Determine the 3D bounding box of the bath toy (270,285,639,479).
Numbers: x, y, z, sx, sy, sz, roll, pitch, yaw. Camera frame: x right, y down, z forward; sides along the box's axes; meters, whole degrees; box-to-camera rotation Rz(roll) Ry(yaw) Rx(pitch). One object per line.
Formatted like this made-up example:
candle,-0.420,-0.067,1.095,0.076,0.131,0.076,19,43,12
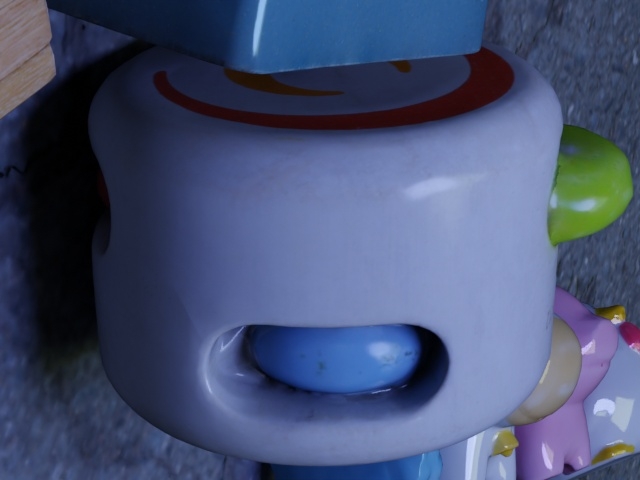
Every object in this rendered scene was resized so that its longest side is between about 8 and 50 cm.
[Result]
bath toy,0.102,0.078,1.017,0.348,0.151,0.129,3,63,-61

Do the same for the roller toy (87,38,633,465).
roller toy,0.000,0.000,0.737,0.191,0.209,0.146,-21,120,-41

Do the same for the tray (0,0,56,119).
tray,-0.251,0.024,0.295,0.411,0.202,0.076,-45,138,-44

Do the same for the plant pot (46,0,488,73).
plant pot,-0.025,-0.195,0.613,0.165,0.165,0.234,-14,120,-58
